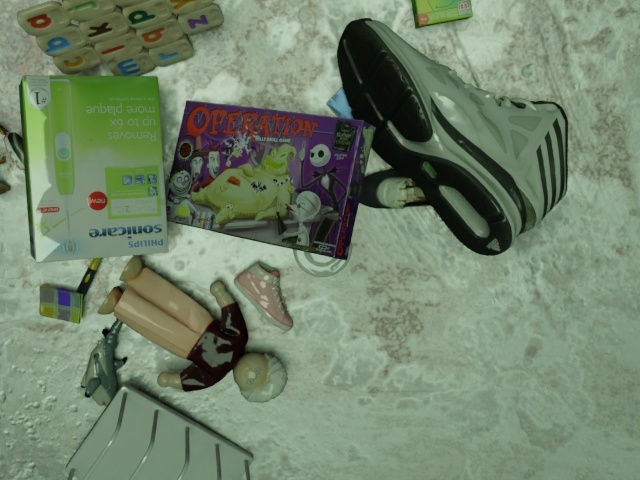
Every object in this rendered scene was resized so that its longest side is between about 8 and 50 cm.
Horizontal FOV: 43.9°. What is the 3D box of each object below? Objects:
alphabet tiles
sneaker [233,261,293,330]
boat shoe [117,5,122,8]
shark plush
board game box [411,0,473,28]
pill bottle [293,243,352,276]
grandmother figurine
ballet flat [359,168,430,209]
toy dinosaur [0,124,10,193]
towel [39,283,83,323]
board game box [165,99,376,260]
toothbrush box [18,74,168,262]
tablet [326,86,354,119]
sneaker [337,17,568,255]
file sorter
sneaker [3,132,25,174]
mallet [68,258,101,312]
[{"bbox_3d":[-0.297,-0.341,1.210,0.277,0.284,0.021,-18,70,2],"label":"alphabet tiles"},{"bbox_3d":[-0.083,0.094,1.393,0.070,0.051,0.134,-44,94,11],"label":"sneaker"},{"bbox_3d":[-0.333,-0.405,1.309,0.035,0.035,0.100,2,96,1],"label":"boat shoe"},{"bbox_3d":[-0.379,0.215,1.420,0.067,0.073,0.161,14,78,-24],"label":"shark plush"},{"bbox_3d":[0.190,-0.452,1.313,0.092,0.043,0.181,-11,100,0],"label":"board game box"},{"bbox_3d":[0.000,0.000,1.320,0.094,0.169,0.094,0,99,-2],"label":"pill bottle"},{"bbox_3d":[-0.212,0.175,1.380,0.342,0.104,0.208,32,103,-5],"label":"grandmother figurine"},{"bbox_3d":[0.160,-0.087,1.361,0.203,0.074,0.074,-1,100,-1],"label":"ballet flat"},{"bbox_3d":[-0.591,-0.167,1.320,0.112,0.064,0.211,-40,103,1],"label":"toy dinosaur"},{"bbox_3d":[-0.456,0.112,1.393,0.083,0.009,0.060,12,104,13],"label":"towel"},{"bbox_3d":[-0.093,-0.102,1.254,0.346,0.056,0.208,11,85,31],"label":"board game box"},{"bbox_3d":[-0.363,-0.116,1.272,0.206,0.122,0.283,-4,96,-23],"label":"toothbrush box"},{"bbox_3d":[0.056,-0.224,1.367,0.054,0.006,0.083,-44,97,6],"label":"tablet"},{"bbox_3d":[0.234,-0.207,1.326,0.257,0.169,0.448,-31,80,-30],"label":"sneaker"},{"bbox_3d":[-0.278,0.418,1.365,0.277,0.173,0.193,34,97,-14],"label":"file sorter"},{"bbox_3d":[-0.453,-0.127,1.340,0.075,0.063,0.170,-43,101,3],"label":"sneaker"},{"bbox_3d":[-0.402,0.037,1.384,0.062,0.039,0.190,34,101,-8],"label":"mallet"}]
